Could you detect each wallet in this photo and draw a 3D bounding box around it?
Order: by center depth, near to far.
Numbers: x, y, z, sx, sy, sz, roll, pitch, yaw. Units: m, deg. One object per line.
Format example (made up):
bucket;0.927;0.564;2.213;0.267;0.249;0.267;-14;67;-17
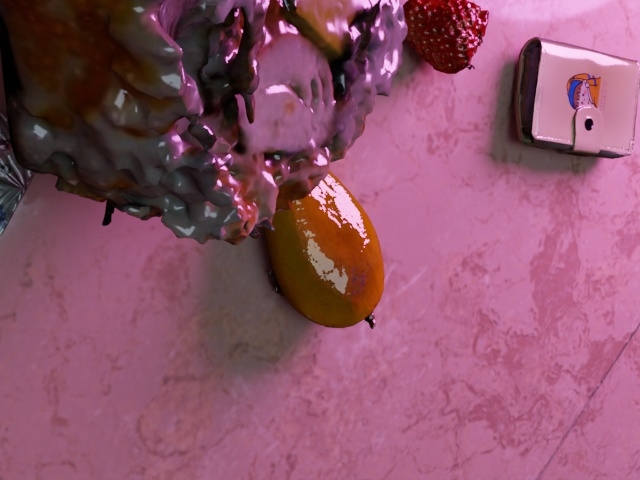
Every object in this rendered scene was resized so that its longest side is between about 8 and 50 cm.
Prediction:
wallet;0.265;-0.142;1.066;0.155;0.039;0.110;4;91;-34

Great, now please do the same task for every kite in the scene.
kite;-0.266;-0.053;0.745;0.152;0.005;0.137;-24;107;-29

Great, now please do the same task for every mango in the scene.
mango;0.000;0.000;0.898;0.101;0.066;0.188;-32;104;-27

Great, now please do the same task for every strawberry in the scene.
strawberry;0.110;-0.191;0.942;0.083;0.073;0.073;21;85;-21

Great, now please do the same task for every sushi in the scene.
sushi;-0.058;-0.191;0.676;0.417;0.175;0.418;10;90;-67
